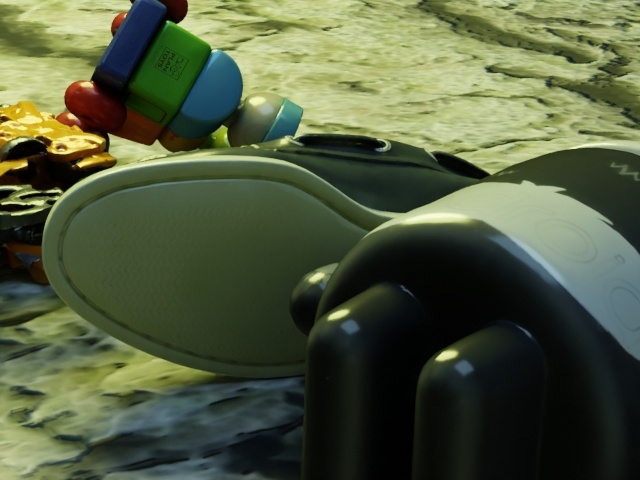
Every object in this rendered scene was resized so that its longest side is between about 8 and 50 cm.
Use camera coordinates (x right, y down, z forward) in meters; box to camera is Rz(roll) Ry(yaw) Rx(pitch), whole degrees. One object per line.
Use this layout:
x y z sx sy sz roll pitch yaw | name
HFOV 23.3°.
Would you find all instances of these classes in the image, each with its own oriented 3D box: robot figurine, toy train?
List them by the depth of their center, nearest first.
0.107 0.053 0.733 0.278 0.173 0.209 -23 72 -48 | robot figurine
-0.247 -0.015 0.905 0.291 0.085 0.211 -16 32 -40 | robot figurine
-0.104 -0.082 1.091 0.143 0.105 0.248 30 -15 -8 | toy train

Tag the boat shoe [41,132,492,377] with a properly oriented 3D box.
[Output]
0.001 -0.004 0.889 0.340 0.127 0.113 -2 23 -21 | boat shoe
